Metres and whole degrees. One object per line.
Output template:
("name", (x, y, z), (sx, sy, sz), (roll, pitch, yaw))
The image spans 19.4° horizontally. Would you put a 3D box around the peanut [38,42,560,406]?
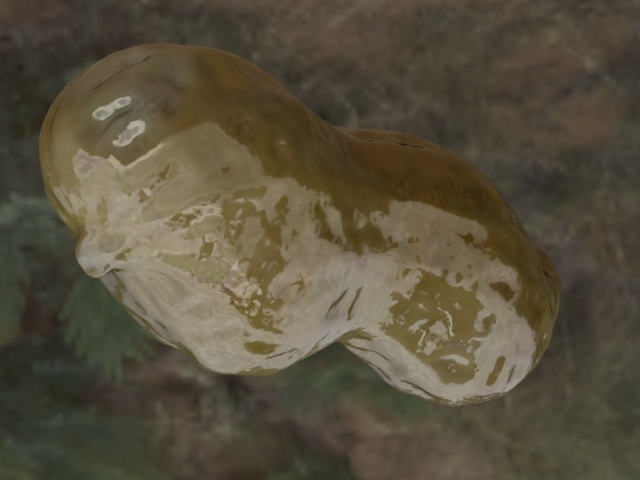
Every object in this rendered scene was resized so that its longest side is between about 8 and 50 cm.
("peanut", (0.000, 0.000, 0.751), (0.263, 0.117, 0.101), (16, -167, -40))
